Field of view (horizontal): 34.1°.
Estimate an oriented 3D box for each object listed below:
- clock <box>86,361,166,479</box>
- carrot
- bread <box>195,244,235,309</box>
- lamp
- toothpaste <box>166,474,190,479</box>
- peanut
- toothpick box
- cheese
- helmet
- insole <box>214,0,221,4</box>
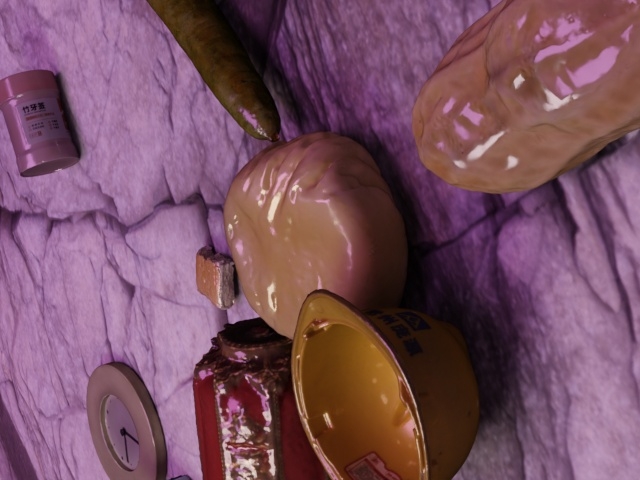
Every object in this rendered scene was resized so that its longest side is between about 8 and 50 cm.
[{"bbox_3d":[-0.320,0.314,1.721,0.235,0.029,0.234,21,117,47],"label":"clock"},{"bbox_3d":[-0.134,-0.239,1.215,0.358,0.074,0.074,55,140,29],"label":"carrot"},{"bbox_3d":[-0.139,0.049,1.369,0.083,0.035,0.070,23,119,56],"label":"bread"},{"bbox_3d":[-0.058,0.229,1.211,0.177,0.177,0.273,16,113,51],"label":"lamp"},{"bbox_3d":[-0.312,0.433,1.499,0.089,0.313,0.071,30,127,49],"label":"toothpaste"},{"bbox_3d":[0.178,-0.128,0.776,0.313,0.152,0.152,-31,77,56],"label":"peanut"},{"bbox_3d":[-0.453,-0.186,1.663,0.098,0.098,0.148,-23,84,55],"label":"toothpick box"},{"bbox_3d":[0.000,0.000,1.100,0.214,0.117,0.225,-3,104,51],"label":"cheese"},{"bbox_3d":[0.081,0.142,1.003,0.205,0.140,0.257,38,138,40],"label":"helmet"},{"bbox_3d":[-0.110,-0.335,1.220,0.197,0.004,0.065,-44,66,51],"label":"insole"}]
